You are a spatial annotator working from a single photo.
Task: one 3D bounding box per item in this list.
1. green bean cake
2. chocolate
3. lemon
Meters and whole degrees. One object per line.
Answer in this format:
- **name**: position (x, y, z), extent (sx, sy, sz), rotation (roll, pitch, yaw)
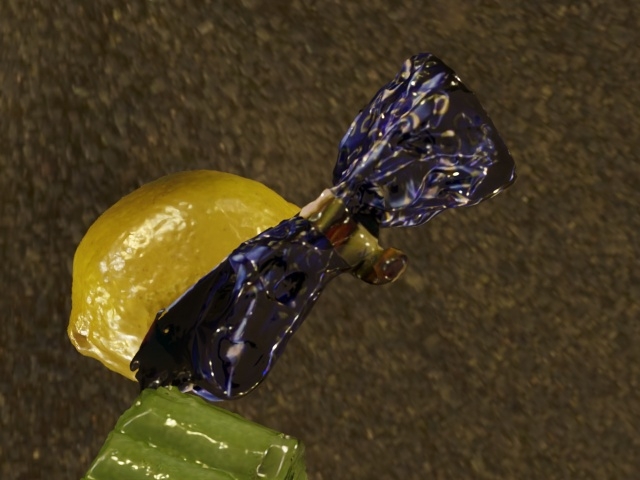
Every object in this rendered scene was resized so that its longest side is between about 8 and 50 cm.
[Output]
- **green bean cake**: position (-0.097, 0.207, 0.820), extent (0.113, 0.200, 0.214), rotation (25, 148, 14)
- **chocolate**: position (-0.002, 0.005, 1.019), extent (0.343, 0.148, 0.126), rotation (-41, 135, -19)
- **lemon**: position (-0.118, 0.036, 1.320), extent (0.260, 0.204, 0.204), rotation (-23, 113, -10)
